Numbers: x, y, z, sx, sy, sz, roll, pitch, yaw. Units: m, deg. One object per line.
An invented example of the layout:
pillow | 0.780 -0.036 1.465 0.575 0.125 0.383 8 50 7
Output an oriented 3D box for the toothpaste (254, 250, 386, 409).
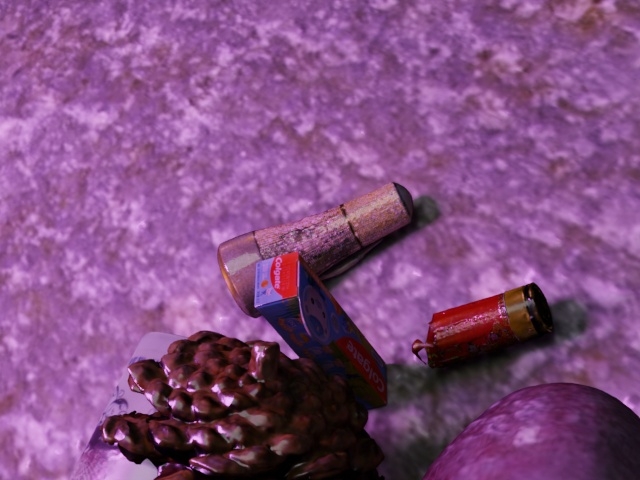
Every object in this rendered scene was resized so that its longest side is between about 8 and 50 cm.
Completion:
toothpaste | 0.003 0.094 1.369 0.044 0.193 0.070 -15 50 20

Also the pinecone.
pinecone | -0.060 0.203 1.300 0.243 0.257 0.243 -14 25 7

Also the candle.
candle | 0.142 0.080 1.393 0.130 0.052 0.052 -20 47 20

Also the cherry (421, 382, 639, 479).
cherry | 0.171 0.221 1.170 0.213 0.184 0.266 -3 38 21

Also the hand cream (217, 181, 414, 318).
hand cream | 0.000 0.000 1.539 0.203 0.084 0.084 -26 45 3

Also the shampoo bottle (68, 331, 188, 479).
shampoo bottle | -0.187 0.260 1.445 0.134 0.078 0.359 8 61 33
